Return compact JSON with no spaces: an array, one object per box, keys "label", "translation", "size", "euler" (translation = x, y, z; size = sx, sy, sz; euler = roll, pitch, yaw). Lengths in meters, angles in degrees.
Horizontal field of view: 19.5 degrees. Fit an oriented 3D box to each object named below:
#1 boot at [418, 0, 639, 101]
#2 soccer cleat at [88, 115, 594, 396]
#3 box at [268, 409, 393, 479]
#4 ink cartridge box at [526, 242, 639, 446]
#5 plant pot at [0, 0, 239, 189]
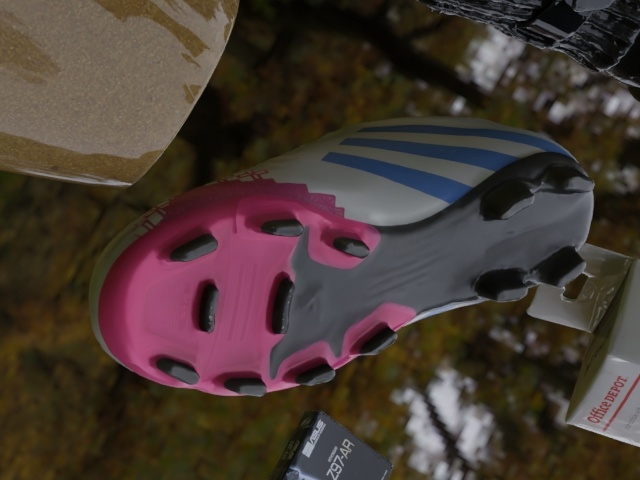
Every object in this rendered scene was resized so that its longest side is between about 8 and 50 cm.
[{"label":"boot","translation":[0.239,-0.278,1.345],"size":[0.348,0.260,0.131],"euler":[-61,-160,6]},{"label":"soccer cleat","translation":[0.000,0.000,1.027],"size":[0.143,0.331,0.116],"euler":[30,-57,47]},{"label":"box","translation":[0.000,0.158,1.163],"size":[0.018,0.067,0.083],"euler":[-12,-137,57]},{"label":"ink cartridge box","translation":[0.379,0.137,1.894],"size":[0.207,0.353,0.119],"euler":[100,9,-64]},{"label":"plant pot","translation":[-0.176,-0.136,0.889],"size":[0.237,0.254,0.237],"euler":[-50,-159,27]}]
